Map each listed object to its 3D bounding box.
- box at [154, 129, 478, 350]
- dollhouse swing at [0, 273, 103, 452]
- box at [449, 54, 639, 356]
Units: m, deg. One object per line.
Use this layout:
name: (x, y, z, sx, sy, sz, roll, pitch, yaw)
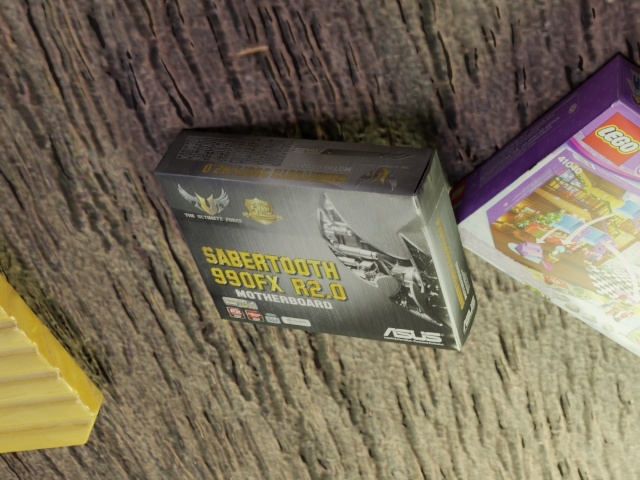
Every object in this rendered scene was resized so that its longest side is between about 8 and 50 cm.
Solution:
box: (0.000, 0.000, 1.231, 0.231, 0.056, 0.183, 6, 139, 25)
dollhouse swing: (-0.436, 0.189, 1.393, 0.305, 0.315, 0.347, 4, 140, 36)
box: (0.277, -0.003, 1.219, 0.293, 0.057, 0.201, 31, 134, -21)
